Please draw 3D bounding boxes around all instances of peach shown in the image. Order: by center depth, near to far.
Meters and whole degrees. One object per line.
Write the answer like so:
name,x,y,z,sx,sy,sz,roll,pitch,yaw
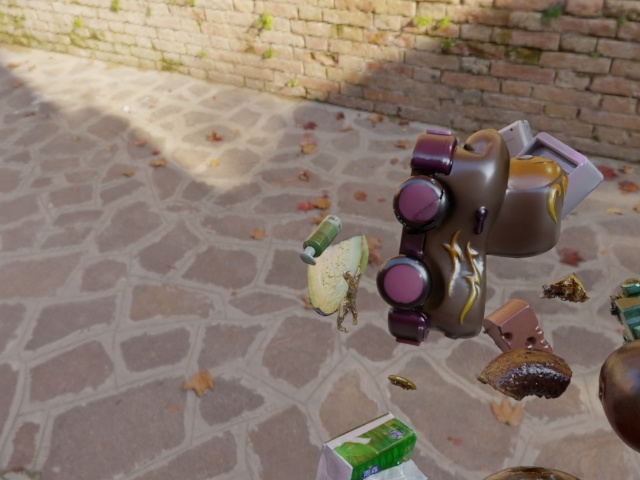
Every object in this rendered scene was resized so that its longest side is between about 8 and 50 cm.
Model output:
peach,0.701,0.318,1.194,0.253,0.252,0.252,-3,39,3

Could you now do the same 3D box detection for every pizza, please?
pizza,0.190,0.331,1.346,0.083,0.037,0.016,28,49,-16

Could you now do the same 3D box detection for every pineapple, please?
pineapple,0.597,0.116,1.440,0.114,0.114,0.077,-17,52,32

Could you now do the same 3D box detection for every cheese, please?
cheese,0.568,0.260,1.708,0.128,0.177,0.203,-33,53,-1

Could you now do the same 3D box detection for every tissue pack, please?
tissue pack,0.118,0.507,1.290,0.209,0.148,0.156,-9,27,-38

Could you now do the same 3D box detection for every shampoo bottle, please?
shampoo bottle,0.000,0.000,1.646,0.065,0.065,0.204,12,34,21

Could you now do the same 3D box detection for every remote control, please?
remote control,0.540,-0.171,1.545,0.056,0.277,0.103,-9,-9,-34

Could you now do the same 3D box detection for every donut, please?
donut,0.507,0.335,1.445,0.187,0.144,0.126,22,5,0

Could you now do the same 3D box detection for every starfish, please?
starfish,0.071,0.150,1.547,0.053,0.209,0.150,10,48,16

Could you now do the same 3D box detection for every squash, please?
squash,0.049,0.117,1.880,0.237,0.204,0.155,-23,0,34

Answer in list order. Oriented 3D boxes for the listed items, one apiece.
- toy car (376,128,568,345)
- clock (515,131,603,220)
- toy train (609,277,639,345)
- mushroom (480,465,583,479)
toy car,0.230,0.001,0.891,0.240,0.340,0.271,10,9,14
clock,0.390,-0.090,1.072,0.197,0.063,0.150,-48,32,14
toy train,0.969,0.261,1.700,0.167,0.299,0.238,-23,11,18
mushroom,0.452,0.628,1.171,0.362,0.294,0.362,-4,46,5
